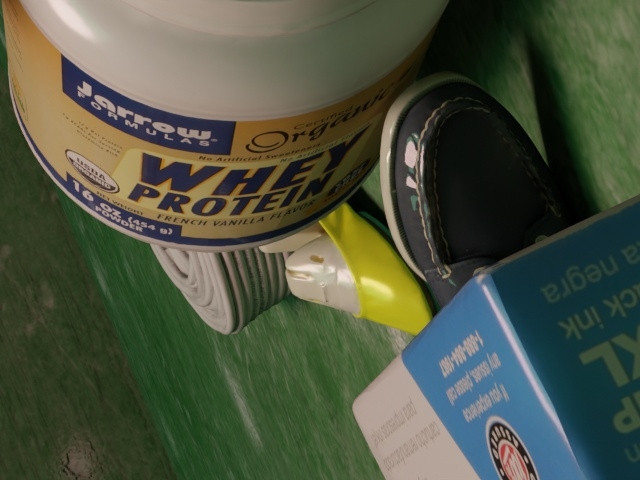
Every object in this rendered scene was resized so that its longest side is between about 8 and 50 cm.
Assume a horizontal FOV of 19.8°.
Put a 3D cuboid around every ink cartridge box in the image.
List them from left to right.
[{"bbox_3d":[0.187,0.184,0.718,0.395,0.166,0.285,63,166,10],"label":"ink cartridge box"}]

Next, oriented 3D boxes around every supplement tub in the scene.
[{"bbox_3d":[-0.050,-0.141,0.934,0.228,0.228,0.316,63,166,13],"label":"supplement tub"}]

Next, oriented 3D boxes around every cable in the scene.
[{"bbox_3d":[-0.108,-0.044,1.611,0.257,0.089,0.257,66,166,-2],"label":"cable"}]

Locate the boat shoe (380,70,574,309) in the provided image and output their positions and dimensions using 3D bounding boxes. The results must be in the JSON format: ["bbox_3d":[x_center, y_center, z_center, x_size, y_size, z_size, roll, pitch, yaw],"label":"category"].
[{"bbox_3d":[0.102,0.034,0.935,0.079,0.095,0.254,44,155,61],"label":"boat shoe"}]

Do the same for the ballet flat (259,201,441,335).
[{"bbox_3d":[0.000,0.000,1.298,0.231,0.077,0.077,54,161,41],"label":"ballet flat"}]
